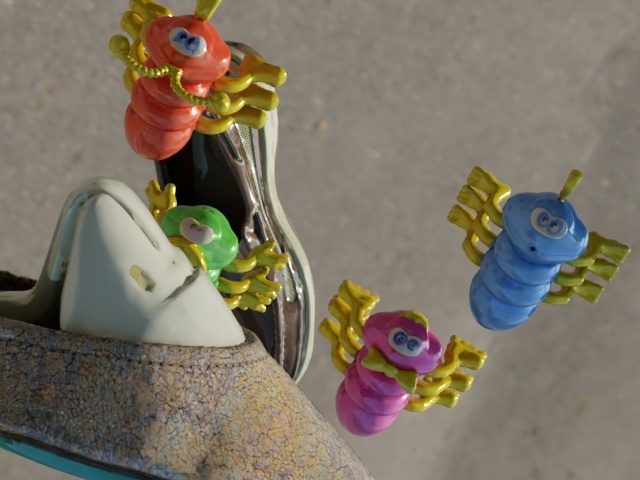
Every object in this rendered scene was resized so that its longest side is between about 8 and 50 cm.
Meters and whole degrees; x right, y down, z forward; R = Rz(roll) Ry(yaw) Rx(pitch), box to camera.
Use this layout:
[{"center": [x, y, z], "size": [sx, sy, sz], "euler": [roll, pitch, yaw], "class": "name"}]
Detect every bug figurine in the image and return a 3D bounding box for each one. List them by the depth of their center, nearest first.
[{"center": [0.000, 0.000, 0.973], "size": [0.072, 0.279, 0.216], "euler": [-58, 172, -46], "class": "bug figurine"}]

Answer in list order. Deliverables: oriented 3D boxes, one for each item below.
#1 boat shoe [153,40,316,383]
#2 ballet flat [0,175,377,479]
[{"center": [-0.072, -0.002, 1.337], "size": [0.095, 0.095, 0.258], "euler": [-38, 121, -56], "class": "boat shoe"}, {"center": [-0.122, 0.020, 0.702], "size": [0.107, 0.316, 0.106], "euler": [-108, -147, -83], "class": "ballet flat"}]
